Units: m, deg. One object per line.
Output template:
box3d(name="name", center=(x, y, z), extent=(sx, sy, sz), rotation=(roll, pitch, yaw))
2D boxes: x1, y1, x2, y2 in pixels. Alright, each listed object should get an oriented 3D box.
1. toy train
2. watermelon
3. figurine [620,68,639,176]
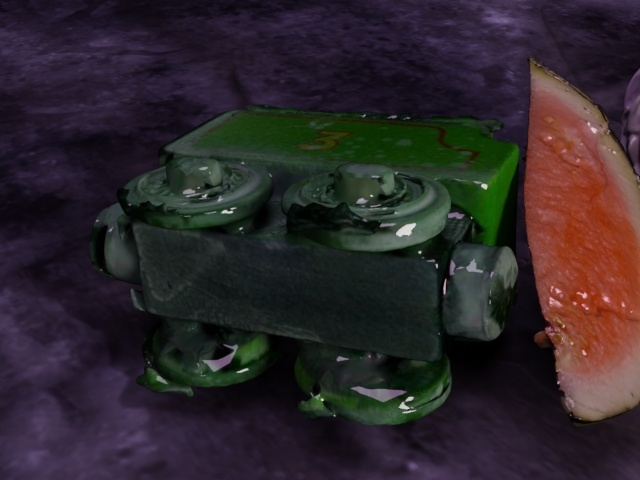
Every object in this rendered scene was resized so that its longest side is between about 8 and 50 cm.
box3d(name="toy train", center=(0.000, 0.000, 0.531), extent=(0.243, 0.133, 0.188), rotation=(8, 27, 25))
box3d(name="watermelon", center=(0.146, 0.005, 0.527), extent=(0.063, 0.119, 0.245), rotation=(-26, 45, 37))
box3d(name="figurine", center=(0.283, -0.025, 0.575), extent=(0.133, 0.200, 0.276), rotation=(33, 23, -28))
